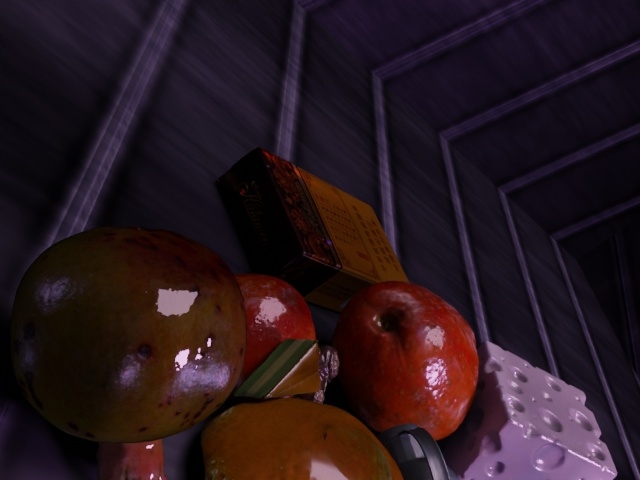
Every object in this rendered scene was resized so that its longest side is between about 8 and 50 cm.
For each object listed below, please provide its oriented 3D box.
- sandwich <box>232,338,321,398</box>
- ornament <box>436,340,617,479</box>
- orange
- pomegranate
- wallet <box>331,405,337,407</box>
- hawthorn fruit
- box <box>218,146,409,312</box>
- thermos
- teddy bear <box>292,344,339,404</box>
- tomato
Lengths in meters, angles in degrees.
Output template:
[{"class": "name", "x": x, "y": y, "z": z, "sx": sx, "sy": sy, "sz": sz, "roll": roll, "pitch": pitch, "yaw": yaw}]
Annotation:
[{"class": "sandwich", "x": -0.063, "y": 0.178, "z": 1.383, "sx": 0.116, "sy": 0.074, "sz": 0.074, "roll": 2, "pitch": 86, "yaw": -50}, {"class": "ornament", "x": 0.344, "y": 0.378, "z": 1.791, "sx": 0.239, "sy": 0.240, "sz": 0.239, "roll": 28, "pitch": 24, "yaw": -16}, {"class": "orange", "x": -0.012, "y": 0.330, "z": 1.331, "sx": 0.335, "sy": 0.196, "sz": 0.262, "roll": 25, "pitch": 18, "yaw": -23}, {"class": "pomegranate", "x": -0.229, "y": 0.135, "z": 1.144, "sx": 0.291, "sy": 0.323, "sz": 0.291, "roll": 16, "pitch": 20, "yaw": -6}, {"class": "wallet", "x": 0.051, "y": 0.373, "z": 1.573, "sx": 0.122, "sy": 0.031, "sz": 0.232, "roll": 44, "pitch": 24, "yaw": -30}, {"class": "hawthorn fruit", "x": 0.143, "y": 0.210, "z": 1.730, "sx": 0.284, "sy": 0.284, "sz": 0.284, "roll": 43, "pitch": 23, "yaw": -23}, {"class": "box", "x": 0.000, "y": 0.000, "z": 1.943, "sx": 0.415, "sy": 0.116, "sz": 0.264, "roll": 22, "pitch": 38, "yaw": -53}, {"class": "thermos", "x": 0.163, "y": 0.413, "z": 1.496, "sx": 0.145, "sy": 0.182, "sz": 0.286, "roll": -8, "pitch": 58, "yaw": -18}, {"class": "teddy bear", "x": -0.017, "y": 0.233, "z": 1.598, "sx": 0.160, "sy": 0.078, "sz": 0.119, "roll": -69, "pitch": 160, "yaw": -54}, {"class": "tomato", "x": -0.091, "y": 0.133, "z": 1.513, "sx": 0.200, "sy": 0.139, "sz": 0.233, "roll": 33, "pitch": 28, "yaw": -28}]
